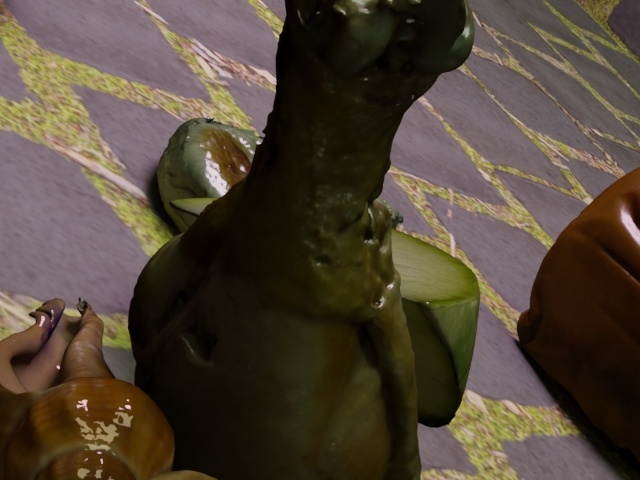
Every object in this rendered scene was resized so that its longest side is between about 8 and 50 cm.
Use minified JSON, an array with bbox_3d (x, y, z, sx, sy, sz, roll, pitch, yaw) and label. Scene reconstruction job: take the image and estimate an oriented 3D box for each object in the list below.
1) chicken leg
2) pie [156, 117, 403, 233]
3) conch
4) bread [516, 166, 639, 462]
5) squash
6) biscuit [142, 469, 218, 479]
[{"bbox_3d":[-0.002,0.004,0.916,0.201,0.429,0.153,37,44,26],"label":"chicken leg"},{"bbox_3d":[-0.005,-0.002,1.395,0.302,0.067,0.302,33,20,-13],"label":"pie"},{"bbox_3d":[-0.139,0.103,0.917,0.109,0.093,0.330,-2,12,-9],"label":"conch"},{"bbox_3d":[0.346,0.084,1.575,0.279,0.250,0.225,45,13,34],"label":"bread"},{"bbox_3d":[0.023,0.067,1.159,0.237,0.155,0.204,25,18,38],"label":"squash"},{"bbox_3d":[0.020,0.267,0.795,0.376,0.051,0.269,48,30,-10],"label":"biscuit"}]
